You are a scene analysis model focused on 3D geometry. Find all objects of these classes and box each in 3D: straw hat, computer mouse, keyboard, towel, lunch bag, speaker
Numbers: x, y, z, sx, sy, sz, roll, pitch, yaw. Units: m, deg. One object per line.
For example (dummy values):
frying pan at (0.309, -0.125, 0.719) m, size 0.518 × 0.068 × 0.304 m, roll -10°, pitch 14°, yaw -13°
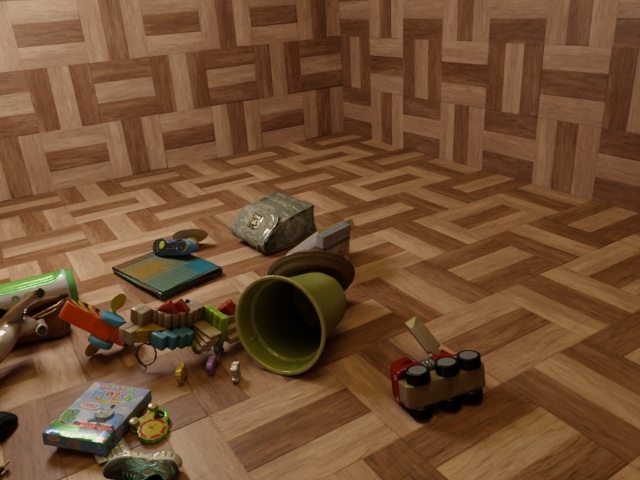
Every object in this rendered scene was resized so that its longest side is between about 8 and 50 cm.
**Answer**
straw hat at (-0.533, 0.008, 2.336) m, size 0.145 × 0.144 × 0.061 m, roll -7°, pitch 66°, yaw -8°
computer mouse at (-0.777, 0.474, 1.302) m, size 0.184 × 0.060 × 0.262 m, roll 3°, pitch 24°, yaw 17°
keyboard at (-0.535, 0.451, 1.377) m, size 0.072 × 0.014 × 0.256 m, roll -18°, pitch 27°, yaw -30°
towel at (-0.580, 0.112, 2.144) m, size 0.370 × 0.040 × 0.272 m, roll 16°, pitch 29°, yaw 42°
lunch bag at (-0.201, -0.069, 2.348) m, size 0.287 × 0.168 × 0.235 m, roll -30°, pitch 37°, yaw -32°
speaker at (-0.986, 0.186, 1.921) m, size 0.297 × 0.131 × 0.131 m, roll -15°, pitch 26°, yaw -24°

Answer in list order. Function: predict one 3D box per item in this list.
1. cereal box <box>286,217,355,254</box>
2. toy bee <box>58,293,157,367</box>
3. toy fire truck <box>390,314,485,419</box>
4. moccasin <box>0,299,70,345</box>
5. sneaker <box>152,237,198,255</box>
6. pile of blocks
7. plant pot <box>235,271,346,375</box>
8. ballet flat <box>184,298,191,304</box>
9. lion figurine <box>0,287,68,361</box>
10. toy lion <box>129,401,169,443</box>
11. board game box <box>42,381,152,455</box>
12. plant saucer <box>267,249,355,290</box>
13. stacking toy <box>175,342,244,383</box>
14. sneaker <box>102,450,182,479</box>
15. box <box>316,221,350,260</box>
cereal box at (0.000, 0.000, 2.139) m, size 0.173 × 0.047 × 0.240 m, roll -23°, pitch -8°, yaw -38°
toy bee at (-0.607, 0.272, 1.666) m, size 0.195 × 0.298 × 0.162 m, roll -40°, pitch -4°, yaw -1°
toy fire truck at (0.264, 0.309, 1.445) m, size 0.217 × 0.158 × 0.246 m, roll -12°, pitch 13°, yaw -18°
moccasin at (-0.968, 0.258, 1.720) m, size 0.380 × 0.146 × 0.139 m, roll -10°, pitch 24°, yaw -14°
sneaker at (-0.569, 0.031, 2.227) m, size 0.209 × 0.069 × 0.082 m, roll -1°, pitch -13°, yaw 34°
pile of blocks at (-0.365, 0.224, 1.575) m, size 0.362 × 0.112 × 0.149 m, roll -2°, pitch 26°, yaw -27°
plant pot at (-0.057, 0.203, 1.614) m, size 0.276 × 0.275 × 0.254 m, roll 8°, pitch 15°, yaw 25°
ballet flat at (-0.433, 0.245, 1.794) m, size 0.058 × 0.049 × 0.173 m, roll -7°, pitch 24°, yaw -5°
lion figurine at (-0.895, 0.285, 1.573) m, size 0.240 × 0.142 × 0.392 m, roll -20°, pitch 18°, yaw 41°
toy lion at (-0.401, 0.442, 1.363) m, size 0.096 × 0.034 × 0.100 m, roll 16°, pitch 29°, yaw 24°
board game box at (-0.534, 0.425, 1.379) m, size 0.160 × 0.039 × 0.211 m, roll 5°, pitch 20°, yaw 11°
plant saucer at (-0.029, 0.124, 1.789) m, size 0.278 × 0.277 × 0.041 m, roll -4°, pitch 54°, yaw 0°
stacking toy at (-0.296, 0.321, 1.596) m, size 0.167 × 0.052 × 0.221 m, roll -2°, pitch 23°, yaw 4°
sneaker at (-0.381, 0.492, 1.203) m, size 0.167 × 0.064 × 0.076 m, roll -6°, pitch 27°, yaw 0°
box at (0.044, 0.042, 2.017) m, size 0.038 × 0.186 × 0.145 m, roll 25°, pitch 36°, yaw 36°
